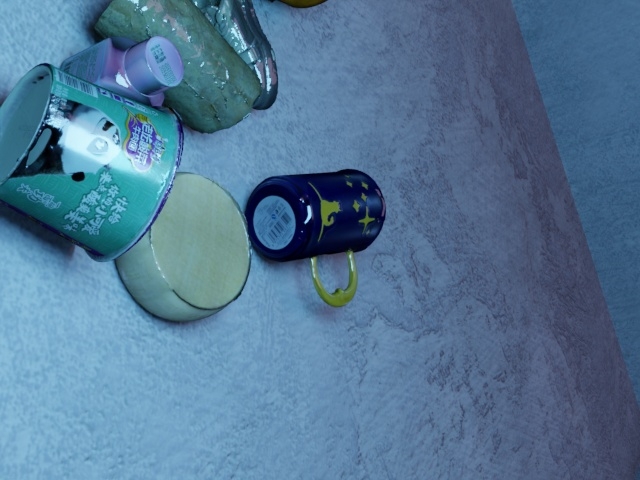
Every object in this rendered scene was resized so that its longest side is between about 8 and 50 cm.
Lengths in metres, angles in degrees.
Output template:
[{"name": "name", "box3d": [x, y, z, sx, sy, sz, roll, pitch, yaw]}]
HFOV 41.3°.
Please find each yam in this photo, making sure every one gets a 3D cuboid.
[{"name": "yam", "box3d": [-0.246, -0.324, 1.441, 0.304, 0.168, 0.168, 45, 45, -35]}]

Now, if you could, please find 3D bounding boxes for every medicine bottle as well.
[{"name": "medicine bottle", "box3d": [-0.303, -0.246, 1.307, 0.119, 0.188, 0.094, 30, 55, -46]}]

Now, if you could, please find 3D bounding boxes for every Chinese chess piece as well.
[{"name": "Chinese chess piece", "box3d": [-0.225, 0.009, 1.408, 0.249, 0.103, 0.250, 23, 61, -49]}]

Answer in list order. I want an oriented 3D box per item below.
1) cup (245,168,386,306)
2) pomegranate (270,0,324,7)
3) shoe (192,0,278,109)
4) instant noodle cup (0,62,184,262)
[{"name": "cup", "box3d": [0.010, -0.017, 1.658, 0.256, 0.178, 0.255, -11, 60, -54]}, {"name": "pomegranate", "box3d": [-0.049, -0.611, 1.762, 0.264, 0.264, 0.264, 24, 59, -49]}, {"name": "shoe", "box3d": [-0.184, -0.384, 1.609, 0.149, 0.109, 0.293, -17, 89, -52]}, {"name": "instant noodle cup", "box3d": [-0.341, -0.118, 1.178, 0.190, 0.251, 0.251, 28, 56, -38]}]
